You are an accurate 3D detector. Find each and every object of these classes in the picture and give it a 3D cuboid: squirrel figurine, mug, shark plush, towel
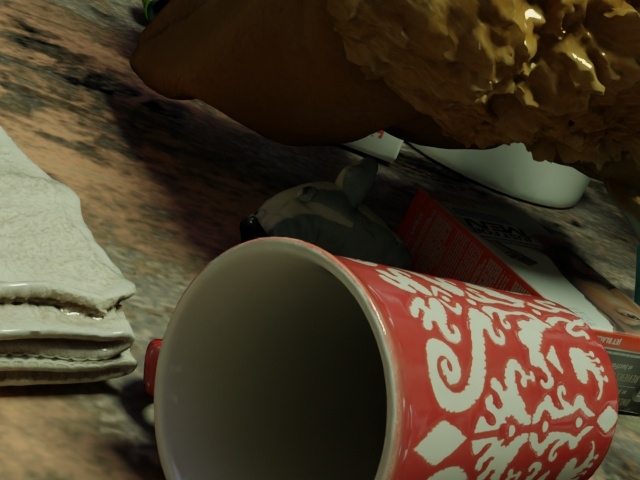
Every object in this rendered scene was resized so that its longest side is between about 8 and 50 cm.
[{"bbox_3d":[0.141,-0.123,0.788,0.370,0.281,0.397,26,4,-28],"label":"squirrel figurine"},{"bbox_3d":[0.025,0.052,0.506,0.169,0.113,0.150,7,26,-48],"label":"mug"},{"bbox_3d":[0.000,0.000,0.706,0.067,0.073,0.161,60,21,8],"label":"shark plush"},{"bbox_3d":[-0.209,-0.029,0.538,0.187,0.049,0.282,5,26,-46],"label":"towel"}]

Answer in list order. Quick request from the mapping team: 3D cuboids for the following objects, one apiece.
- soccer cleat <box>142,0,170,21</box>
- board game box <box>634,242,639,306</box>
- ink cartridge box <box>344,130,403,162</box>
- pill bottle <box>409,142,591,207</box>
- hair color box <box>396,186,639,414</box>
[{"bbox_3d":[-0.072,-0.188,1.132,0.179,0.060,0.072,14,30,-9],"label":"soccer cleat"},{"bbox_3d":[0.388,0.020,0.751,0.254,0.079,0.336,17,-24,-17],"label":"board game box"},{"bbox_3d":[-0.008,-0.169,1.000,0.203,0.148,0.086,20,17,-10],"label":"ink cartridge box"},{"bbox_3d":[0.221,-0.242,1.092,0.224,0.392,0.224,22,18,-8],"label":"pill bottle"},{"bbox_3d":[0.124,0.033,0.760,0.093,0.053,0.167,11,24,-36],"label":"hair color box"}]
